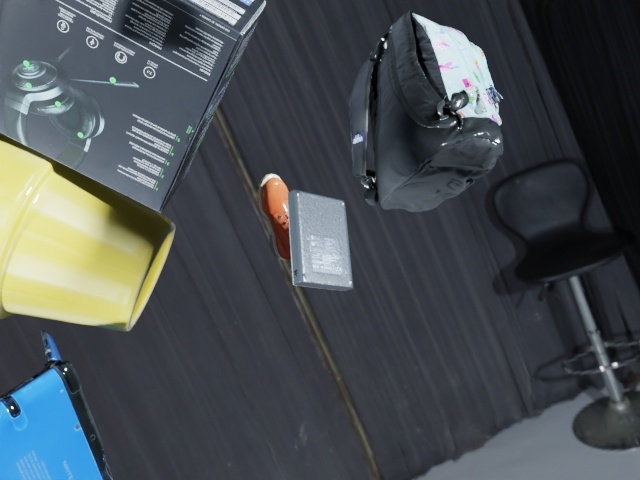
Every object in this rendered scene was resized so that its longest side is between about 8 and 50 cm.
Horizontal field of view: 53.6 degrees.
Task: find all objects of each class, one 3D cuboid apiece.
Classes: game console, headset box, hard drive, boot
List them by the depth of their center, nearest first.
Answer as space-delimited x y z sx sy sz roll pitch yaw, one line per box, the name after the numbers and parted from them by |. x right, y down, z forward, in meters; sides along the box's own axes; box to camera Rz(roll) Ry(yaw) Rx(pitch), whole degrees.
-0.240 -0.203 0.752 0.283 0.247 0.131 -57 12 34 | headset box
-0.340 0.292 0.771 0.174 0.292 0.250 -5 19 34 | game console
0.000 0.000 0.892 0.094 0.135 0.022 10 -23 -36 | hard drive
-0.052 -0.034 1.038 0.059 0.157 0.085 -30 29 -28 | boot

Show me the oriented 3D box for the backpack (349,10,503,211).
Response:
0.106 -0.132 0.634 0.115 0.181 0.152 14 -34 -34 | backpack

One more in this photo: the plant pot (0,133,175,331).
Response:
-0.338 0.006 0.851 0.254 0.239 0.253 -157 90 -84 | plant pot
